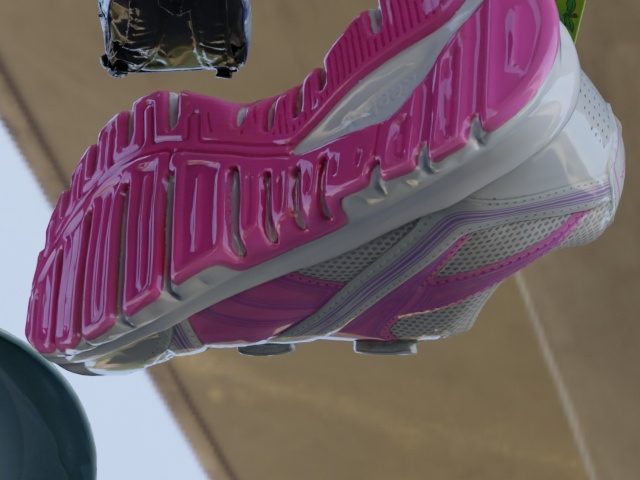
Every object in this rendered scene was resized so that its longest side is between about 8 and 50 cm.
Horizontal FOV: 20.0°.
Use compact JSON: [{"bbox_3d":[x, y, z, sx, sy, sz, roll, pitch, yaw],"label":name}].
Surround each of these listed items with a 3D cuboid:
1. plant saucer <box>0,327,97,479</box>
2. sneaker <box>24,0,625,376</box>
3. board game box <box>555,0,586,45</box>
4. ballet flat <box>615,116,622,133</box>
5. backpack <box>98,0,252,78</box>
[{"bbox_3d":[-0.261,0.145,0.867,0.318,0.043,0.317,-19,-45,-21],"label":"plant saucer"},{"bbox_3d":[0.000,0.000,0.639,0.252,0.103,0.111,-20,-41,35],"label":"sneaker"},{"bbox_3d":[0.164,-0.219,1.187,0.043,0.092,0.181,9,-38,3],"label":"board game box"},{"bbox_3d":[0.099,-0.038,0.891,0.168,0.052,0.057,1,-51,-42],"label":"ballet flat"},{"bbox_3d":[-0.098,-0.170,1.220,0.105,0.084,0.114,0,-23,-4],"label":"backpack"}]
